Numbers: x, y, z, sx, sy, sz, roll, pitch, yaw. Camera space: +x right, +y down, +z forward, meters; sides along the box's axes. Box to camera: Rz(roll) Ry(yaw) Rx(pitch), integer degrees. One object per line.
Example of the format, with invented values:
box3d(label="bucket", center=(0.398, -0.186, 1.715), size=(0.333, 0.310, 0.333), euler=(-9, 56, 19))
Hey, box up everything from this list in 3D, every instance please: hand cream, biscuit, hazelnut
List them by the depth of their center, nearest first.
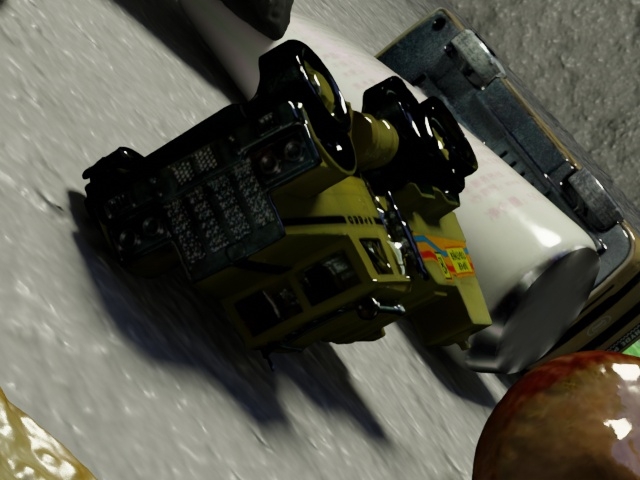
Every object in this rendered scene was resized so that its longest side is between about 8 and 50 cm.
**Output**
box3d(label="biscuit", center=(-0.092, 0.076, 0.580), size=(0.081, 0.018, 0.083), euler=(46, 11, -12))
box3d(label="hazelnut", center=(0.145, 0.136, 1.015), size=(0.154, 0.143, 0.143), euler=(62, 15, 18))
box3d(label="hand cream", center=(0.034, -0.063, 1.303), size=(0.358, 0.118, 0.185), euler=(47, 19, 26))

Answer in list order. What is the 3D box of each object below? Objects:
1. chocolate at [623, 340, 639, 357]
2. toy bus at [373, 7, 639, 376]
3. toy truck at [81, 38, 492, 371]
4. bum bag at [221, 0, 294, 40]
box3d(label="chocolate", center=(0.279, 0.170, 1.454), size=(0.110, 0.110, 0.291), euler=(36, 15, -48))
box3d(label="toy bus", center=(0.135, -0.028, 1.458), size=(0.289, 0.139, 0.157), euler=(53, 7, 36))
box3d(label="toy truck", center=(-0.002, -0.004, 0.925), size=(0.257, 0.127, 0.127), euler=(18, 48, -67))
box3d(label="bum bag", center=(-0.093, -0.256, 1.201), size=(0.310, 0.074, 0.137), euler=(54, 15, -46))
